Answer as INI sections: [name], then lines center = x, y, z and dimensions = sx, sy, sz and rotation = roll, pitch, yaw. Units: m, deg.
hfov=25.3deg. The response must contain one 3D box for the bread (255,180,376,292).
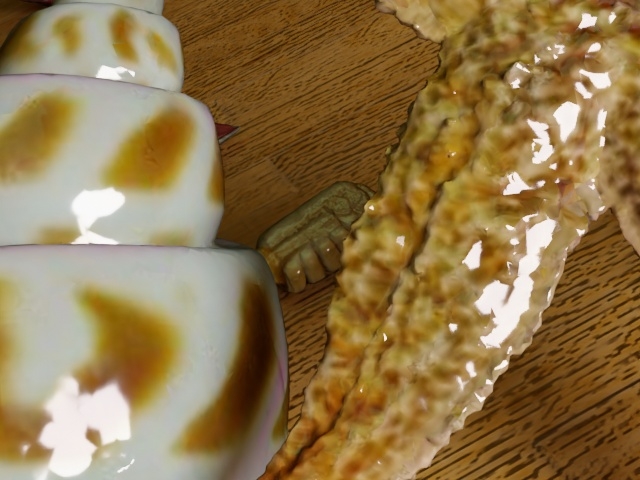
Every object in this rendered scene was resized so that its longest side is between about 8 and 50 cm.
[bread]
center = 0.000, 0.000, 0.837
dimensions = 0.088, 0.033, 0.049
rotation = -38, 48, -16

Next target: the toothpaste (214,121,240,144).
[toothpaste]
center = -0.161, -0.080, 1.060
dimensions = 0.239, 0.039, 0.062
rotation = 11, 38, 40

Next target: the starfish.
[starfish]
center = 0.104, -0.028, 0.565
dimensions = 0.398, 0.132, 0.383
rotation = 13, 72, -7

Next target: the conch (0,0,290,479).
[conch]
center = -0.126, 0.046, 0.629
dimensions = 0.197, 0.249, 0.368
rotation = -29, 62, 30

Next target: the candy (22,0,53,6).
[candy]
center = -0.197, -0.336, 1.436
dimensions = 0.124, 0.124, 0.365
rotation = 2, 28, 35
